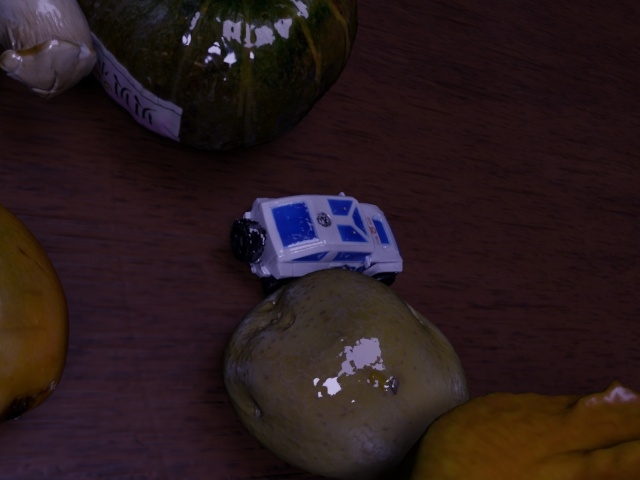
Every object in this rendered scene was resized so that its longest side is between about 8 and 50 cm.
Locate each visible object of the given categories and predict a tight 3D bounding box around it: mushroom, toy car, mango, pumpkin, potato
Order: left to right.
[{"bbox_3d":[-0.258,0.013,0.446,0.253,0.113,0.138,32,48,-2],"label":"mango"},{"bbox_3d":[-0.250,-0.213,0.602,0.099,0.096,0.278,-11,46,-33],"label":"mushroom"},{"bbox_3d":[-0.090,-0.195,0.684,0.260,0.189,0.260,4,64,-9],"label":"pumpkin"},{"bbox_3d":[0.000,0.000,0.672,0.171,0.070,0.080,1,59,-37],"label":"toy car"},{"bbox_3d":[0.029,0.113,0.570,0.194,0.157,0.157,45,42,-18],"label":"potato"}]

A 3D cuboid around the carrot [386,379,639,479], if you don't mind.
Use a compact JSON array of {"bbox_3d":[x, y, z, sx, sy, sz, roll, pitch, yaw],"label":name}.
[{"bbox_3d":[0.133,0.218,0.440,0.242,0.340,0.241,21,32,-14],"label":"carrot"}]
